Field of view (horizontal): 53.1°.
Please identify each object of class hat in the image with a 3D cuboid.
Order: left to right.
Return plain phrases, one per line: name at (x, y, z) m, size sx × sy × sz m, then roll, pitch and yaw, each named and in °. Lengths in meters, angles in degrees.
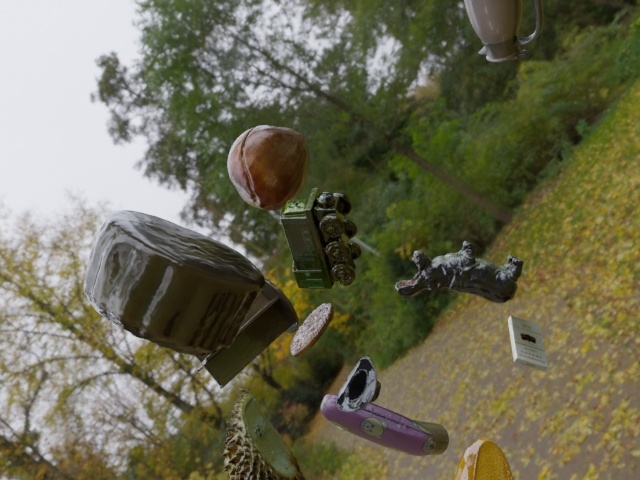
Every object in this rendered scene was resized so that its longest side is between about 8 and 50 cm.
hat at (0.081, 0.279, 1.207) m, size 0.121 × 0.050 × 0.121 m, roll -48°, pitch 23°, yaw 28°

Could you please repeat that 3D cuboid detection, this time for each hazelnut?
hazelnut at (-0.101, -0.149, 1.319) m, size 0.182 × 0.182 × 0.182 m, roll -53°, pitch -7°, yaw -9°

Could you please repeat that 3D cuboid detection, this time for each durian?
durian at (-0.118, 0.427, 1.297) m, size 0.139 × 0.252 × 0.144 m, roll -36°, pitch -9°, yaw -42°

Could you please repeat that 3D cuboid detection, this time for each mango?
mango at (0.422, 0.696, 1.671) m, size 0.199 × 0.201 × 0.350 m, roll -19°, pitch 63°, yaw 42°

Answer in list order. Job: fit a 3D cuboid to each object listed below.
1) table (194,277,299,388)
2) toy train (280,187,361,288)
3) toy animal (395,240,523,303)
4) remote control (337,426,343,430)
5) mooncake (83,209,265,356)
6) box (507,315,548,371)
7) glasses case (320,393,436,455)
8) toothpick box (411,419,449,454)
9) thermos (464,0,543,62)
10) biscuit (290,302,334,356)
table at (-0.185, 0.211, 1.454) m, size 0.226 × 0.167 × 0.167 m, roll -40°, pitch -13°, yaw -28°
toy train at (0.000, 0.000, 1.248) m, size 0.090 × 0.137 × 0.226 m, roll -71°, pitch -26°, yaw -47°
toy animal at (0.384, 0.085, 1.796) m, size 0.106 × 0.343 × 0.168 m, roll -35°, pitch -52°, yaw -81°
remote control at (0.119, 0.567, 2.055) m, size 0.090 × 0.049 × 0.230 m, roll -59°, pitch -24°, yaw 1°
mooncake at (-0.252, 0.072, 1.082) m, size 0.161 × 0.290 × 0.290 m, roll -64°, pitch -8°, yaw 7°
box at (0.567, 0.281, 1.759) m, size 0.167 × 0.090 × 0.024 m, roll -77°, pitch 6°, yaw -53°
glasses case at (0.150, 0.488, 1.700) m, size 0.123 × 0.316 × 0.076 m, roll 97°, pitch -165°, yaw -52°
toothpick box at (0.335, 0.655, 2.127) m, size 0.180 × 0.111 × 0.111 m, roll 21°, pitch -72°, yaw -45°
thermos at (0.338, -0.425, 1.181) m, size 0.105 × 0.137 × 0.193 m, roll -59°, pitch -43°, yaw -40°
biscuit at (-0.027, 0.257, 1.861) m, size 0.188 × 0.027 × 0.188 m, roll -47°, pitch 12°, yaw 13°
